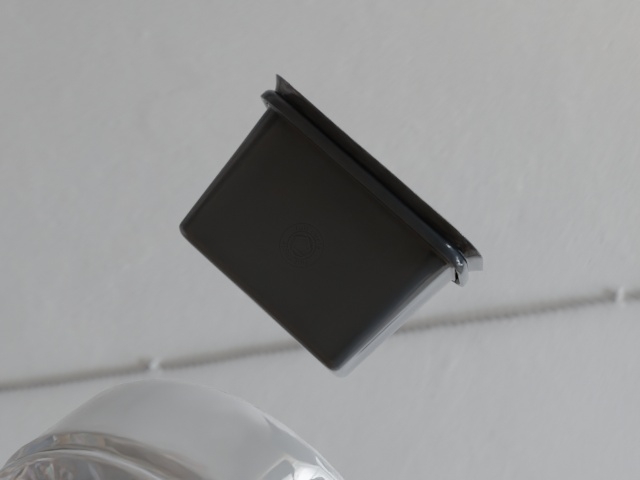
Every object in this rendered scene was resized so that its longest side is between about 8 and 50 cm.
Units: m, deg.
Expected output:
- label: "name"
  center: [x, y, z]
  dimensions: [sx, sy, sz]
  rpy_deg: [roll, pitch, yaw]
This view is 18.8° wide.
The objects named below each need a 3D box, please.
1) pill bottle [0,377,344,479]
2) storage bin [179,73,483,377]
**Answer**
- label: "pill bottle"
  center: [-0.066, 0.100, 0.298]
  dimensions: [0.108, 0.180, 0.108]
  rpy_deg: [18, -54, 27]
- label: "storage bin"
  center: [0.000, 0.000, 0.955]
  dimensions: [0.135, 0.098, 0.091]
  rpy_deg: [43, -93, 9]
